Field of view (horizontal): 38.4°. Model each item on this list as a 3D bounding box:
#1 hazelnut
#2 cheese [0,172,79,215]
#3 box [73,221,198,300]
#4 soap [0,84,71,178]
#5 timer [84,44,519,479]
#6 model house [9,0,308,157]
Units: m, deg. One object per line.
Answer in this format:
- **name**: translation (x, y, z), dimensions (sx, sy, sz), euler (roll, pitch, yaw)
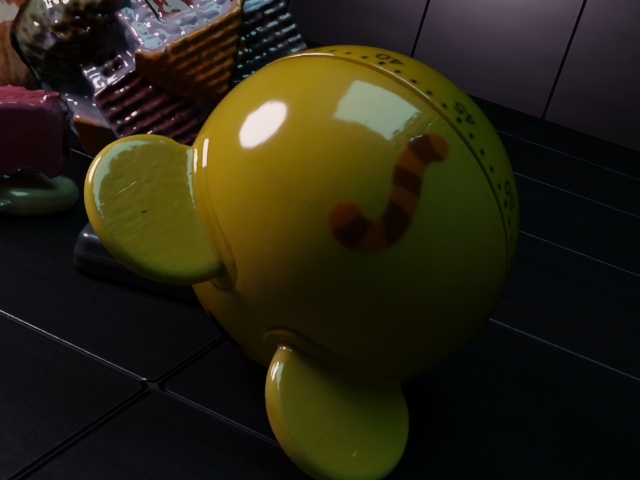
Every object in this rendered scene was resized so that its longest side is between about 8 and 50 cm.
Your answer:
- **hazelnut**: translation (-0.523, -0.321, 1.538), dimensions (0.210, 0.186, 0.210), euler (19, 1, 0)
- **cheese**: translation (-0.379, -0.052, 1.119), dimensions (0.097, 0.037, 0.192), euler (20, 18, 13)
- **box**: translation (-0.195, -0.004, 1.120), dimensions (0.160, 0.050, 0.230), euler (16, 19, -3)
- **soap**: translation (-0.449, -0.132, 1.109), dimensions (0.289, 0.112, 0.182), euler (2, 20, -9)
- **timer**: translation (0.000, 0.000, 0.885), dimensions (0.376, 0.376, 0.387), euler (25, 45, 23)
- **model house**: translation (-0.188, -0.218, 1.306), dimensions (0.360, 0.297, 0.339), euler (-32, 72, -18)
